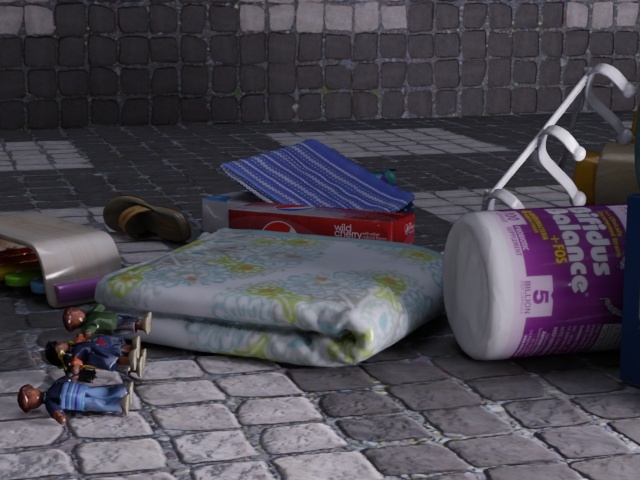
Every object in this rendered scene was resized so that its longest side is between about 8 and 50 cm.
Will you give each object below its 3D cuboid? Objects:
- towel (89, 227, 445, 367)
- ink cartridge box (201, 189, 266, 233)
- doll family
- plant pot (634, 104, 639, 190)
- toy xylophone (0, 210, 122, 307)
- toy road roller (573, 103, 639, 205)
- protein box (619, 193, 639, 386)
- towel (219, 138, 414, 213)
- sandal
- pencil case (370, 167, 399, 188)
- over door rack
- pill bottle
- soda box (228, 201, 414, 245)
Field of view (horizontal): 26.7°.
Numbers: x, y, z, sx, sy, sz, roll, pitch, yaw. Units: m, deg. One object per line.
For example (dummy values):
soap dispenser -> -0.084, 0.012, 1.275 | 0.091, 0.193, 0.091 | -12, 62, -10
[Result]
towel -> -0.048, 0.067, 1.626 | 0.374, 0.090, 0.320 | 5, 15, 24
ink cartridge box -> -0.102, -0.049, 2.250 | 0.104, 0.060, 0.180 | 8, 14, 36
doll family -> -0.239, 0.124, 1.368 | 0.111, 0.076, 0.193 | 5, 14, 0
plant pot -> 0.520, -0.122, 1.635 | 0.235, 0.293, 0.293 | 3, 11, -5
toy xylophone -> -0.422, 0.021, 1.845 | 0.236, 0.081, 0.322 | -7, 13, -31
toy road roller -> 0.511, -0.113, 1.965 | 0.202, 0.241, 0.329 | 6, -10, 26
protein box -> 0.423, 0.059, 1.361 | 0.136, 0.201, 0.200 | -8, 14, -34
towel -> 0.006, -0.092, 2.273 | 0.243, 0.040, 0.336 | 33, 22, 16
sandal -> -0.286, -0.027, 2.159 | 0.180, 0.072, 0.049 | 13, 38, 33
pencil case -> 0.073, -0.094, 2.466 | 0.151, 0.064, 0.070 | -8, 9, -34
over door rack -> 0.285, -0.067, 1.744 | 0.108, 0.239, 0.324 | 39, -17, 6
pill bottle -> 0.304, 0.043, 1.526 | 0.301, 0.169, 0.169 | -4, 12, -15
soda box -> 0.000, 0.000, 1.927 | 0.263, 0.092, 0.083 | 6, 12, 26
